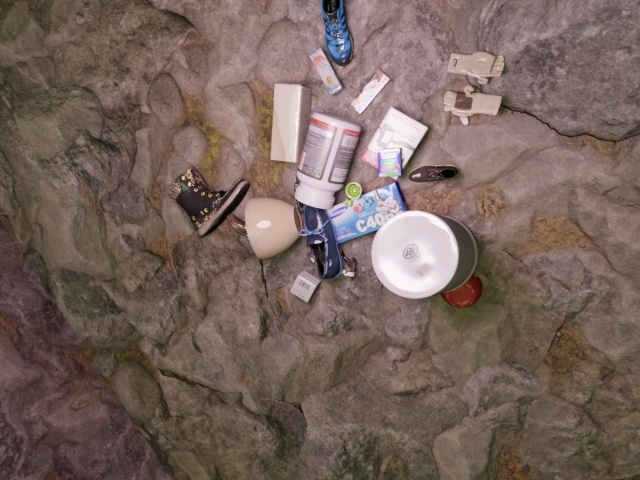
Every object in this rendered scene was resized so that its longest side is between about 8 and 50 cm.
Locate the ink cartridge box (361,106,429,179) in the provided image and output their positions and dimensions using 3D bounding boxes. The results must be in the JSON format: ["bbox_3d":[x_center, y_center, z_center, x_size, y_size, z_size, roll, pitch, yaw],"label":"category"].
[{"bbox_3d":[0.302,-0.394,1.682,0.172,0.100,0.237,32,111,7],"label":"ink cartridge box"}]

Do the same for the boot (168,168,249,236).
[{"bbox_3d":[-0.539,-0.228,1.982,0.284,0.138,0.377,48,118,1],"label":"boot"}]

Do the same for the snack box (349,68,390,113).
[{"bbox_3d":[0.201,-0.607,1.700,0.064,0.022,0.178,43,112,2],"label":"snack box"}]

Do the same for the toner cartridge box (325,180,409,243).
[{"bbox_3d":[0.195,-0.117,1.802,0.348,0.075,0.165,-21,95,21],"label":"toner cartridge box"}]

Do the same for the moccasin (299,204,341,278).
[{"bbox_3d":[0.000,0.000,1.791,0.138,0.117,0.341,-24,85,44],"label":"moccasin"}]

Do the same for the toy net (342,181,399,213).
[{"bbox_3d":[0.208,-0.154,1.724,0.232,0.045,0.122,23,108,12],"label":"toy net"}]

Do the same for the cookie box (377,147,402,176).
[{"bbox_3d":[0.274,-0.308,1.637,0.092,0.040,0.107,0,105,19],"label":"cookie box"}]

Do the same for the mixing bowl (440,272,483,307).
[{"bbox_3d":[0.590,0.214,1.752,0.182,0.098,0.181,4,105,17],"label":"mixing bowl"}]

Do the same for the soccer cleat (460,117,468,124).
[{"bbox_3d":[0.552,-0.488,1.611,0.029,0.035,0.083,-15,98,22],"label":"soccer cleat"}]

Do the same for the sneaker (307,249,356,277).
[{"bbox_3d":[0.060,0.082,1.902,0.234,0.078,0.106,21,103,10],"label":"sneaker"}]

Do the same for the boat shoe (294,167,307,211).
[{"bbox_3d":[-0.083,-0.228,1.868,0.075,0.065,0.206,2,105,17],"label":"boat shoe"}]

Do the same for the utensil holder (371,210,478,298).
[{"bbox_3d":[0.398,0.050,1.573,0.328,0.385,0.327,-1,87,28],"label":"utensil holder"}]

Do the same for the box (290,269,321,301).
[{"bbox_3d":[-0.070,0.216,1.968,0.101,0.087,0.102,30,112,8],"label":"box"}]

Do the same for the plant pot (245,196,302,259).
[{"bbox_3d":[-0.189,-0.070,1.840,0.191,0.284,0.284,-12,100,11],"label":"plant pot"}]

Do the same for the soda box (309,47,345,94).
[{"bbox_3d":[0.029,-0.692,1.711,0.058,0.063,0.183,-28,94,23],"label":"soda box"}]

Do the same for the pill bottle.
[{"bbox_3d":[0.020,-0.329,1.730,0.210,0.210,0.362,22,110,11],"label":"pill bottle"}]

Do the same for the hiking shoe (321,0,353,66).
[{"bbox_3d":[0.051,-0.843,1.627,0.113,0.132,0.303,-8,102,20],"label":"hiking shoe"}]

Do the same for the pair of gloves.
[{"bbox_3d":[0.574,-0.582,1.560,0.204,0.042,0.240,6,90,19],"label":"pair of gloves"}]

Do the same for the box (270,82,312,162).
[{"bbox_3d":[-0.123,-0.496,1.769,0.121,0.148,0.311,10,105,16],"label":"box"}]

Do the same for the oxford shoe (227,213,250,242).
[{"bbox_3d":[-0.343,-0.065,1.990,0.227,0.083,0.096,38,110,-8],"label":"oxford shoe"}]

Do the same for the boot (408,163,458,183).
[{"bbox_3d":[0.442,-0.265,1.651,0.198,0.137,0.076,-10,101,20],"label":"boot"}]
